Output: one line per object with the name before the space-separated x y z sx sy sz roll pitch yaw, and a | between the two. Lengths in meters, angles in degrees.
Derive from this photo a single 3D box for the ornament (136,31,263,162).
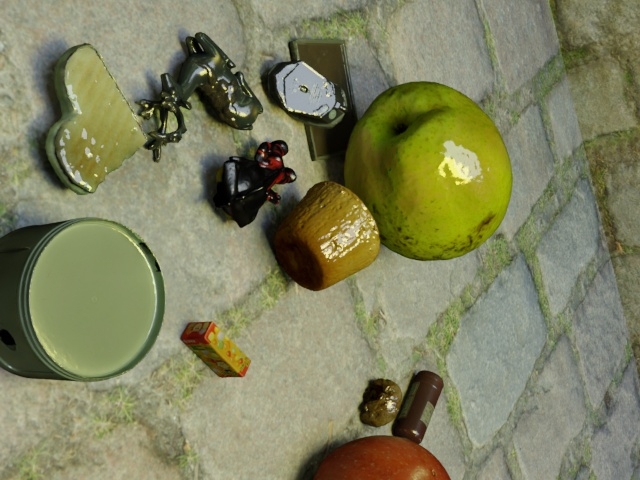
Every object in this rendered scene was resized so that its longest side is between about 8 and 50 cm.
ornament | -0.215 -0.218 1.356 0.202 0.080 0.236 53 46 -29

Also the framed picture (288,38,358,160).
framed picture | 0.020 -0.309 1.696 0.189 0.023 0.260 -20 101 -50

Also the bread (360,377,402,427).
bread | 0.136 0.355 1.720 0.060 0.082 0.113 49 48 -33

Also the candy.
candy | -0.181 0.192 1.360 0.122 0.062 0.038 52 47 -33

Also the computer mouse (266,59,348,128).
computer mouse | -0.033 -0.297 1.584 0.192 0.062 0.106 22 85 -31

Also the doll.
doll | -0.127 -0.107 1.453 0.127 0.088 0.249 51 37 -8

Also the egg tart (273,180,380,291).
egg tart | 0.000 0.000 1.527 0.147 0.202 0.203 -36 114 -31

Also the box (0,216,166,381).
box | -0.350 0.083 1.096 0.226 0.149 0.226 9 78 -50

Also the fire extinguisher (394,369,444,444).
fire extinguisher | 0.223 0.425 1.834 0.099 0.071 0.231 82 29 -50

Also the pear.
pear | 0.224 -0.158 1.668 0.391 0.391 0.391 8 80 -50

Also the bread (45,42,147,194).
bread | -0.345 -0.181 1.200 0.172 0.064 0.232 8 81 -51

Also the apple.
apple | 0.127 0.556 1.527 0.348 0.277 0.348 9 78 -50
